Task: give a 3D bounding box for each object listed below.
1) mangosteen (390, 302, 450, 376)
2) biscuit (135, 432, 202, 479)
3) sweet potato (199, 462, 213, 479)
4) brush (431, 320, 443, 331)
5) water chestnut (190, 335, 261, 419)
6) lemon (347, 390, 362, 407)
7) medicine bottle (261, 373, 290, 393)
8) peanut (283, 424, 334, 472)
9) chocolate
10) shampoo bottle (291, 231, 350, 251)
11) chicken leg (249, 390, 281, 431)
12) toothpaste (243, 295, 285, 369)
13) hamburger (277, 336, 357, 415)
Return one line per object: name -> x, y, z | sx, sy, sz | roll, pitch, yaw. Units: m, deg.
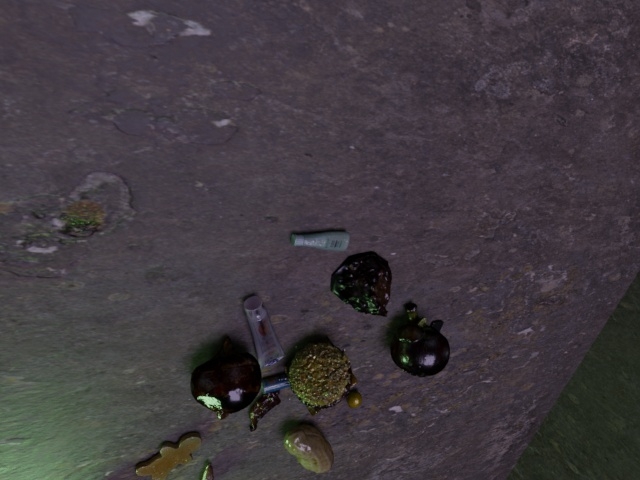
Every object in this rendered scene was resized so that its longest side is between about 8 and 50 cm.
mangosteen -> 0.391, 0.390, 1.676 | 0.231, 0.231, 0.290 | -3, 94, -26
biscuit -> -0.528, 0.772, 1.525 | 0.234, 0.030, 0.153 | -40, 130, -1
sweet potato -> -0.442, 0.937, 1.652 | 0.060, 0.068, 0.206 | -14, 122, -50
brush -> 0.483, 0.428, 1.856 | 0.062, 0.016, 0.194 | 1, 118, -28
water chestnut -> -0.294, 0.429, 1.347 | 0.223, 0.238, 0.224 | -15, 165, -4
lemon -> 0.143, 0.675, 1.800 | 0.062, 0.062, 0.083 | 16, 110, -34
medicine bottle -> -0.126, 0.517, 1.568 | 0.190, 0.051, 0.051 | -7, 122, -24
peanut -> -0.048, 0.864, 1.770 | 0.153, 0.140, 0.325 | -28, 128, 11
chocolate -> 0.180, 0.170, 1.437 | 0.206, 0.177, 0.224 | -48, 130, 6
shampoo bottle -> 0.000, 0.000, 1.323 | 0.190, 0.041, 0.069 | 3, 122, -29
chicken leg -> -0.218, 0.636, 1.594 | 0.089, 0.048, 0.219 | 32, 101, -35
toothpaste -> -0.187, 0.314, 1.407 | 0.100, 0.066, 0.323 | -25, 132, -18
hamburger -> -0.012, 0.468, 1.487 | 0.261, 0.243, 0.139 | -40, 153, -4
